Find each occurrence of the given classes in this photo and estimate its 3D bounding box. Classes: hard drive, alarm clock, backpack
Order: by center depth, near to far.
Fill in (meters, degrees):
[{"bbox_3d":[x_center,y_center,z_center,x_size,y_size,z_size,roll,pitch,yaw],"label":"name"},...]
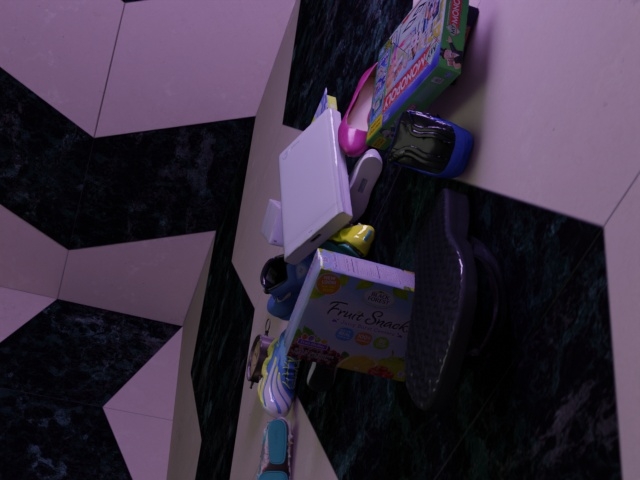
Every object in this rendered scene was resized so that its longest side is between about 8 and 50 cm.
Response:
[{"bbox_3d":[0.189,-0.155,1.360,0.120,0.101,0.098,23,105,43],"label":"backpack"},{"bbox_3d":[-0.017,-0.123,1.859,0.203,0.040,0.307,-40,41,36],"label":"hard drive"},{"bbox_3d":[-0.154,0.306,2.285,0.129,0.064,0.192,138,141,-66],"label":"alarm clock"}]

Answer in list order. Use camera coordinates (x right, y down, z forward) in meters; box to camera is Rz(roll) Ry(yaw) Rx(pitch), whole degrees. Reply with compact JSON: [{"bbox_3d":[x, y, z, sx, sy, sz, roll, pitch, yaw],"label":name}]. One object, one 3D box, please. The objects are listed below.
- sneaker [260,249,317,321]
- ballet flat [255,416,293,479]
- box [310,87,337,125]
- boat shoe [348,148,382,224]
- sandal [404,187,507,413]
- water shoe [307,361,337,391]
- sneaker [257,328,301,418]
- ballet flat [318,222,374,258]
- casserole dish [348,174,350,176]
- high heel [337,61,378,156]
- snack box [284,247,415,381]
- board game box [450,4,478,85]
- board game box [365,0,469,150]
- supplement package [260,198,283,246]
[{"bbox_3d":[-0.081,0.094,2.048,0.330,0.147,0.130,125,155,-56],"label":"sneaker"},{"bbox_3d":[-0.098,0.518,1.877,0.077,0.091,0.241,69,-151,-59],"label":"ballet flat"},{"bbox_3d":[0.004,-0.321,2.334,0.109,0.042,0.178,-94,23,-50],"label":"box"},{"bbox_3d":[0.079,-0.117,1.816,0.063,0.066,0.184,-81,10,-62],"label":"boat shoe"},{"bbox_3d":[0.197,0.065,1.150,0.446,0.107,0.167,-74,6,-57],"label":"sandal"},{"bbox_3d":[0.016,0.218,1.703,0.080,0.073,0.203,-91,21,-52],"label":"water shoe"},{"bbox_3d":[-0.090,0.301,1.992,0.240,0.091,0.126,-92,22,-50],"label":"sneaker"},{"bbox_3d":[0.059,-0.002,1.785,0.077,0.077,0.231,-56,14,-11],"label":"ballet flat"},{"bbox_3d":[0.039,-0.072,1.974,0.114,0.037,0.188,133,149,-62],"label":"casserole dish"},{"bbox_3d":[0.099,-0.289,1.831,0.117,0.082,0.244,108,-174,-47],"label":"high heel"},{"bbox_3d":[0.066,0.121,1.335,0.070,0.207,0.174,-102,30,-59],"label":"snack box"},{"bbox_3d":[0.219,-0.357,1.539,0.170,0.048,0.141,-141,68,-74],"label":"board game box"},{"bbox_3d":[0.170,-0.320,1.497,0.317,0.046,0.213,137,146,-64],"label":"board game box"},{"bbox_3d":[-0.093,-0.042,2.308,0.179,0.105,0.105,-136,62,-74],"label":"supplement package"}]
